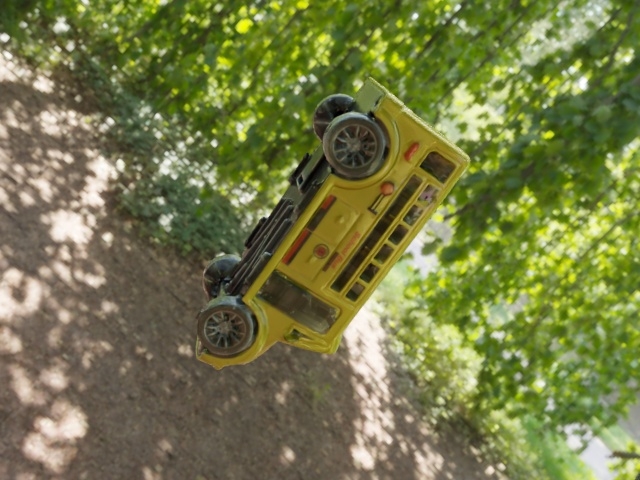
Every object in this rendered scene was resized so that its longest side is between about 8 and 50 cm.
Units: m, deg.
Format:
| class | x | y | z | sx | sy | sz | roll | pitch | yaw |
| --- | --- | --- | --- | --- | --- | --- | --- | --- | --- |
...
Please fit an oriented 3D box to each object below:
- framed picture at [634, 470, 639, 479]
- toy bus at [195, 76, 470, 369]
| class | x | y | z | sx | sy | sz | roll | pitch | yaw |
| --- | --- | --- | --- | --- | --- | --- | --- | --- | --- |
| framed picture | 0.336 | 0.095 | 0.449 | 0.197 | 0.252 | 0.014 | 32 | -4 | 31 |
| toy bus | 0.000 | 0.000 | 0.809 | 0.152 | 0.330 | 0.144 | 32 | 13 | -15 |
